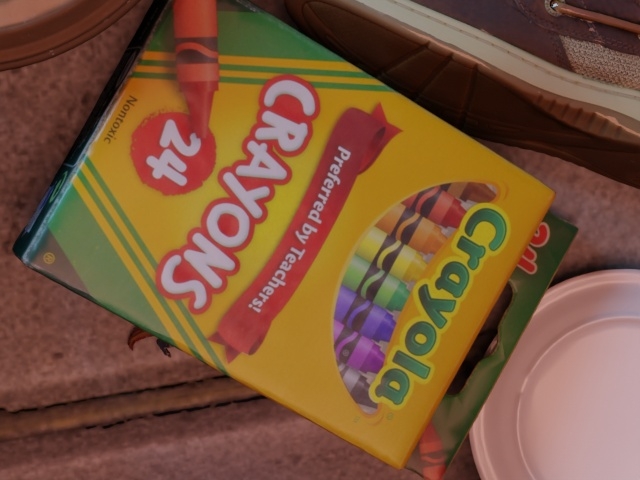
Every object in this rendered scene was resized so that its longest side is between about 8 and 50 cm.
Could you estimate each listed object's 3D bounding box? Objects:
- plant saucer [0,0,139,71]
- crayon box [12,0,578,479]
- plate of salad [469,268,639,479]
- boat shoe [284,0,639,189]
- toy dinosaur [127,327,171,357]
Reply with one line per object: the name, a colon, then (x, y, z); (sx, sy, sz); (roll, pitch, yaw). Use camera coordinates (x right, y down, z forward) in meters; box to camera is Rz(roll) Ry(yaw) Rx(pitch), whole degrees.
plant saucer: (-0.194, -0.226, 0.979); (0.278, 0.041, 0.278); (-2, 100, -10)
crayon box: (0.000, 0.000, 1.130); (0.318, 0.081, 0.202); (29, 87, -15)
plate of salad: (0.197, 0.116, 1.235); (0.200, 0.048, 0.200); (-1, 99, -5)
boat shoe: (0.149, -0.126, 1.134); (0.342, 0.123, 0.123); (19, 75, -6)
toy dinosaur: (-0.069, 0.047, 1.199); (0.082, 0.090, 0.047); (-10, 99, -41)
